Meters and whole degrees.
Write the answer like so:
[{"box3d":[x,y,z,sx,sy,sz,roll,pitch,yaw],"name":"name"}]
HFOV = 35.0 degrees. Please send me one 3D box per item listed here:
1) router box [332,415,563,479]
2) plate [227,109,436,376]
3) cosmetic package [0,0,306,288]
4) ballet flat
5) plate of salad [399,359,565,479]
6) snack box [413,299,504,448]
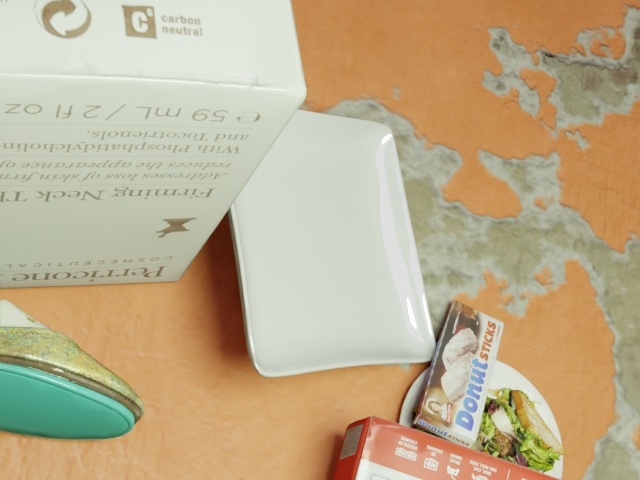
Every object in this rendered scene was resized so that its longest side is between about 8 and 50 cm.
[{"box3d":[0.150,0.363,0.962,0.335,0.082,0.301,20,69,-10],"name":"router box"},{"box3d":[0.000,0.000,1.059,0.278,0.045,0.277,2,74,-47],"name":"plate"},{"box3d":[-0.246,-0.175,0.886,0.329,0.393,0.327,-1,68,-23],"name":"cosmetic package"},{"box3d":[-0.327,0.101,0.901,0.348,0.123,0.123,8,65,-19],"name":"ballet flat"},{"box3d":[0.179,0.215,1.088,0.200,0.048,0.200,9,65,-19],"name":"plate of salad"},{"box3d":[0.151,0.140,1.092,0.064,0.022,0.178,26,43,0],"name":"snack box"}]
